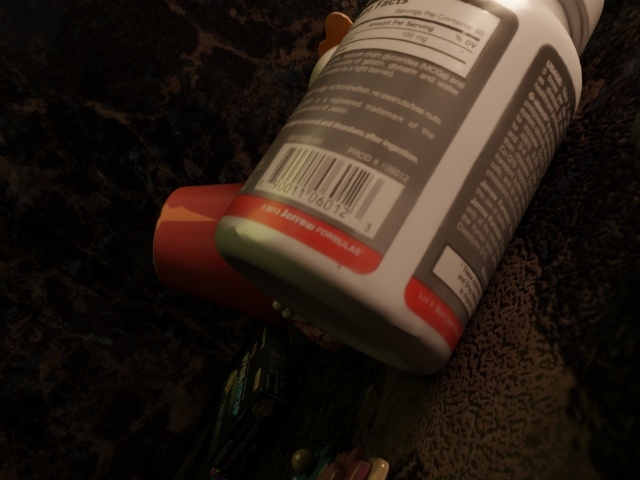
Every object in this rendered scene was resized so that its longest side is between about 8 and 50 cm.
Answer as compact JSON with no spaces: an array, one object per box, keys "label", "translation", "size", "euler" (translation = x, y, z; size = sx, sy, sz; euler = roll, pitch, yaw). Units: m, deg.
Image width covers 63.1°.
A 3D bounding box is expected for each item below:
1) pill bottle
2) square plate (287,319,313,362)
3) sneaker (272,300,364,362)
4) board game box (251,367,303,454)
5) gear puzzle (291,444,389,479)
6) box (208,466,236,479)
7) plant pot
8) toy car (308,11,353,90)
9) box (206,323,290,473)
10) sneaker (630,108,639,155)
[{"label":"pill bottle","translation":[0.090,-0.090,0.453],"size":[0.363,0.210,0.210],"euler":[-58,4,-13]},{"label":"square plate","translation":[0.000,0.000,0.973],"size":[0.344,0.049,0.347],"euler":[88,-166,-48]},{"label":"sneaker","translation":[0.046,0.008,0.677],"size":[0.270,0.145,0.090],"euler":[-59,4,-22]},{"label":"board game box","translation":[-0.090,0.293,0.925],"size":[0.168,0.033,0.133],"euler":[-58,4,0]},{"label":"gear puzzle","translation":[-0.064,0.310,0.387],"size":[0.339,0.044,0.175],"euler":[-59,4,-25]},{"label":"box","translation":[-0.165,0.403,1.026],"size":[0.162,0.029,0.116],"euler":[-58,4,-20]},{"label":"plant pot","translation":[-0.152,0.012,0.963],"size":[0.275,0.243,0.274],"euler":[8,-90,-81]},{"label":"toy car","translation":[0.037,-0.151,0.644],"size":[0.219,0.237,0.210],"euler":[-22,17,-30]},{"label":"box","translation":[-0.121,0.265,0.918],"size":[0.175,0.051,0.220],"euler":[-54,14,18]},{"label":"sneaker","translation":[0.152,-0.015,0.195],"size":[0.076,0.065,0.166],"euler":[-60,1,20]}]
